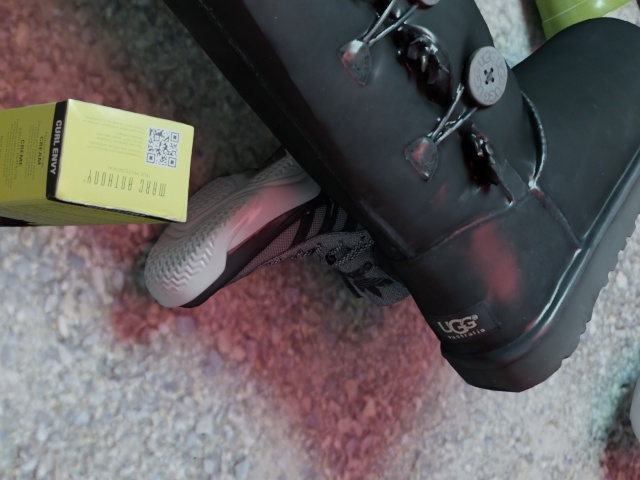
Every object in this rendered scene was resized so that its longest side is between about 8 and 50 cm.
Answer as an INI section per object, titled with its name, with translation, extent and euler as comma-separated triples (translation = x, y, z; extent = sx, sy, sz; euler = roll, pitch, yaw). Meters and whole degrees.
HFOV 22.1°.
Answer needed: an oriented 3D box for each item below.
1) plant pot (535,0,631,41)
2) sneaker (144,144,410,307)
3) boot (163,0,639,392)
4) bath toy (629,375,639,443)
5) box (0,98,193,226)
[plant pot]
translation = 0.209, -0.218, 1.385
extent = 0.083, 0.083, 0.079
euler = -30, 95, -34
[sneaker]
translation = 0.000, 0.000, 1.193
extent = 0.268, 0.101, 0.153
euler = -43, 111, -33
[boot]
translation = 0.074, -0.171, 1.138
extent = 0.445, 0.146, 0.367
euler = 50, 44, -27
[bath toy]
translation = 0.406, 0.181, 1.494
extent = 0.348, 0.151, 0.129
euler = 23, 37, -32
[box]
translation = -0.174, -0.041, 0.978
extent = 0.087, 0.232, 0.058
euler = 10, 83, -36
